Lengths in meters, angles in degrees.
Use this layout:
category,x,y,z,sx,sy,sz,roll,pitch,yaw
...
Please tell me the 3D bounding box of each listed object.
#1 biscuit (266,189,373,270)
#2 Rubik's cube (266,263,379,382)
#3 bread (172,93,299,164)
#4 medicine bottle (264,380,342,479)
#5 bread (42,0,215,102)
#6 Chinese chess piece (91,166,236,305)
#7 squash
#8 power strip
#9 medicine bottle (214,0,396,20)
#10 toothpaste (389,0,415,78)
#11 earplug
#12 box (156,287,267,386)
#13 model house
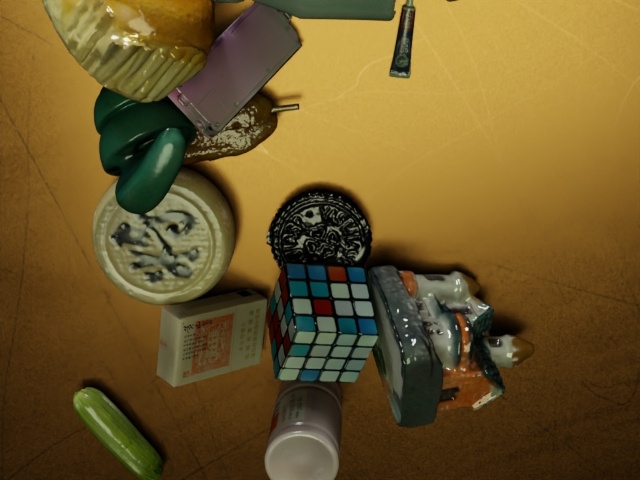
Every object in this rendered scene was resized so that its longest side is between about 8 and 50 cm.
category,x,y,z,sx,sy,sz,roll,pitch,yaw
biscuit,0.000,0.000,1.914,0.194,0.053,0.195,1,109,3
Rubik's cube,0.001,0.147,1.873,0.154,0.151,0.155,3,138,-16
bread,-0.204,-0.198,1.837,0.344,0.084,0.124,-9,98,4
medicine bottle,-0.026,0.343,1.934,0.133,0.250,0.133,1,111,4
bread,-0.301,-0.384,1.646,0.183,0.236,0.389,-47,56,23
Chinese chess piece,-0.279,-0.010,1.899,0.257,0.104,0.257,1,109,2
squash,-0.393,0.377,2.062,0.069,0.069,0.239,-35,104,14
power strip,-0.136,-0.286,1.735,0.109,0.279,0.037,47,147,-13
medicine bottle,-0.023,-0.464,1.648,0.289,0.245,0.245,2,110,1
toothpaste,0.143,-0.343,1.802,0.037,0.021,0.140,8,112,2
earplug,-0.286,-0.161,1.676,0.164,0.257,0.280,-29,70,4
box,-0.195,0.174,1.921,0.201,0.058,0.141,-9,116,-40
model house,0.241,0.168,1.870,0.300,0.271,0.190,-2,125,-13
